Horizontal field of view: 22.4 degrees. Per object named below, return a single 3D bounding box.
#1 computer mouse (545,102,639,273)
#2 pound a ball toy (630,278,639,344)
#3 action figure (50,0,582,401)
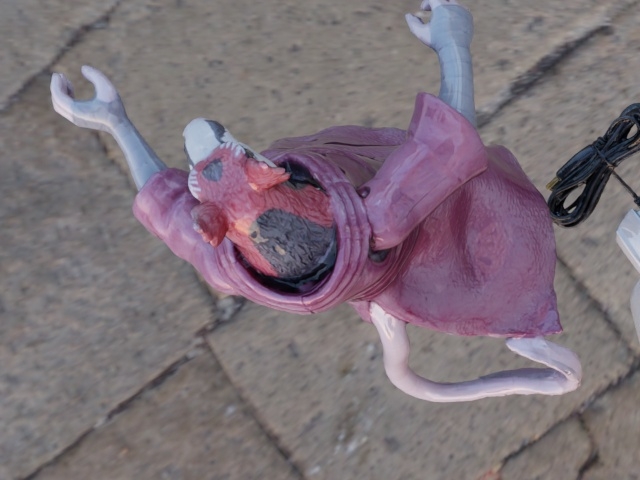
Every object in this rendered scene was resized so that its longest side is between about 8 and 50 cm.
[{"bbox_3d":[0.255,-0.001,1.164,0.193,0.042,0.106,42,110,-13],"label":"computer mouse"},{"bbox_3d":[0.286,0.069,0.963,0.136,0.319,0.208,18,131,-20],"label":"pound a ball toy"},{"bbox_3d":[0.000,0.000,0.999,0.248,0.370,0.275,-12,89,20],"label":"action figure"}]
